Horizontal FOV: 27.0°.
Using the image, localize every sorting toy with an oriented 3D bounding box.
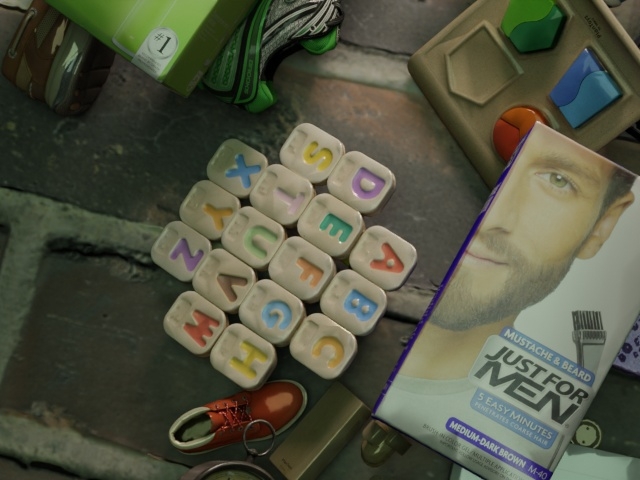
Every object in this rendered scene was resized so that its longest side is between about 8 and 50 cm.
[{"bbox_3d":[0.197,-0.212,1.440,0.229,0.041,0.307,-40,78,29],"label":"sorting toy"}]

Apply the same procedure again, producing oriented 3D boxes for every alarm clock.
[{"bbox_3d":[-0.094,0.277,1.392,0.129,0.064,0.192,31,72,-22],"label":"alarm clock"}]

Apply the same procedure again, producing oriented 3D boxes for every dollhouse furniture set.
[{"bbox_3d":[0.044,0.267,1.437,0.144,0.123,0.151,-49,45,-4],"label":"dollhouse furniture set"}]

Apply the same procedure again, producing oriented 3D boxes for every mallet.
[{"bbox_3d":[0.000,0.000,1.486,0.189,0.062,0.039,38,84,25],"label":"mallet"}]

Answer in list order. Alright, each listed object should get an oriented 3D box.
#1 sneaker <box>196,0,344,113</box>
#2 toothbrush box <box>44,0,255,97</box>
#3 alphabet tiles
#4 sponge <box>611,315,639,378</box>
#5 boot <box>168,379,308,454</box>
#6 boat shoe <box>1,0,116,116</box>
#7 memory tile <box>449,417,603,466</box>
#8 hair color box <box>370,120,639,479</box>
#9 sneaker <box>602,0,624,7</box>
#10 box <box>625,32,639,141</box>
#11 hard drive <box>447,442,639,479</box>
[{"bbox_3d":[-0.013,-0.291,1.497,0.146,0.134,0.343,38,94,3],"label":"sneaker"},{"bbox_3d":[-0.152,-0.325,1.383,0.206,0.122,0.283,36,92,7],"label":"toothbrush box"},{"bbox_3d":[-0.046,0.015,1.451,0.278,0.021,0.284,33,87,25],"label":"alphabet tiles"},{"bbox_3d":[0.337,0.084,1.438,0.210,0.031,0.117,22,83,9],"label":"sponge"},{"bbox_3d":[-0.089,0.191,1.434,0.157,0.084,0.059,-21,78,0],"label":"boot"},{"bbox_3d":[-0.266,-0.306,1.515,0.116,0.123,0.324,22,82,10],"label":"boat shoe"},{"bbox_3d":[0.220,0.222,1.436,0.113,0.012,0.148,44,88,10],"label":"memory tile"},{"bbox_3d":[0.211,0.073,1.348,0.185,0.110,0.339,29,85,4],"label":"hair color box"},{"bbox_3d":[0.360,-0.322,1.432,0.081,0.080,0.211,10,47,41],"label":"sneaker"},{"bbox_3d":[0.544,-0.158,1.403,0.395,0.097,0.318,39,85,19],"label":"box"},{"bbox_3d":[0.214,0.359,1.390,0.203,0.040,0.308,12,84,4],"label":"hard drive"}]
